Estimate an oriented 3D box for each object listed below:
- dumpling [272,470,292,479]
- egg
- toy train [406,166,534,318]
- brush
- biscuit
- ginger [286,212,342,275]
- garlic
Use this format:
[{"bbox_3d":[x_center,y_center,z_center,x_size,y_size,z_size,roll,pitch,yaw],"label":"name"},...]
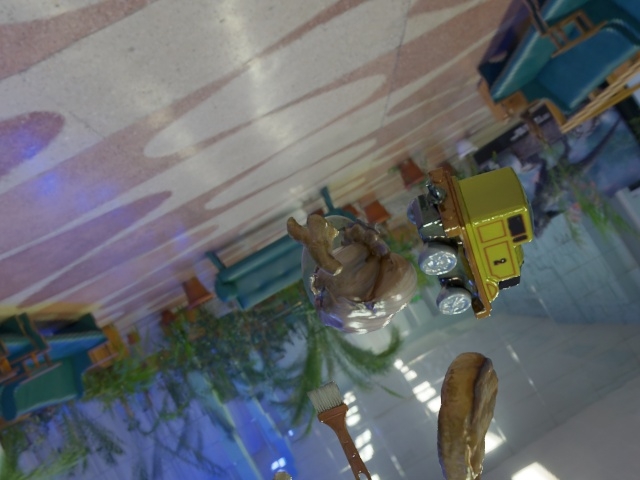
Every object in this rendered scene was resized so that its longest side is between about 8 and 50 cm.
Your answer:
[{"bbox_3d":[-0.099,0.578,1.526,0.057,0.052,0.076,-20,-168,-41],"label":"dumpling"},{"bbox_3d":[0.044,0.063,1.390,0.169,0.237,0.169,-5,177,0],"label":"egg"},{"bbox_3d":[0.170,0.003,0.705,0.127,0.089,0.219,-17,137,13],"label":"toy train"},{"bbox_3d":[0.066,0.524,1.675,0.090,0.315,0.017,-27,176,17],"label":"brush"},{"bbox_3d":[0.278,0.326,1.234,0.091,0.213,0.274,1,-151,26],"label":"biscuit"},{"bbox_3d":[0.000,-0.001,0.765,0.048,0.097,0.030,-48,154,9],"label":"ginger"},{"bbox_3d":[0.051,0.047,1.146,0.207,0.207,0.256,-32,141,15],"label":"garlic"}]
